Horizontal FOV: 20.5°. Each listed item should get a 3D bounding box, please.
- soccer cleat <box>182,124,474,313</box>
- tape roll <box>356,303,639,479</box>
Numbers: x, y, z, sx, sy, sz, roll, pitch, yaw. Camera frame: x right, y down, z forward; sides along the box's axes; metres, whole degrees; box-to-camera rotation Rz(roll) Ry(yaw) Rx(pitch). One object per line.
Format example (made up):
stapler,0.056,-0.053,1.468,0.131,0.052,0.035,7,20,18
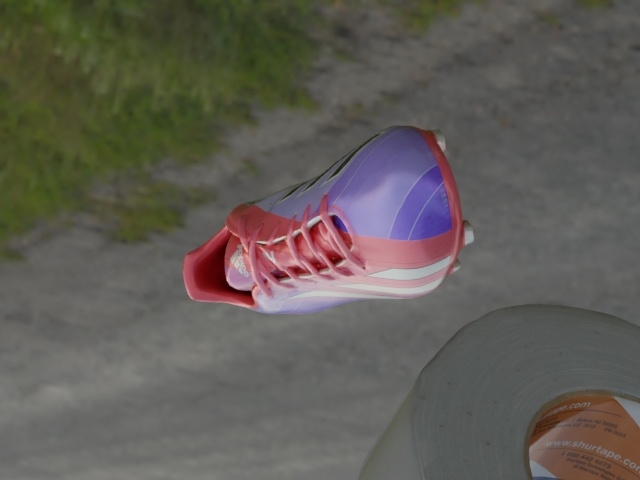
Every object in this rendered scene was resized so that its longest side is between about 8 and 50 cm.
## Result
soccer cleat,0.000,0.000,0.907,0.095,0.083,0.248,-15,178,-19
tape roll,0.126,0.132,0.777,0.219,0.219,0.072,15,131,-17
